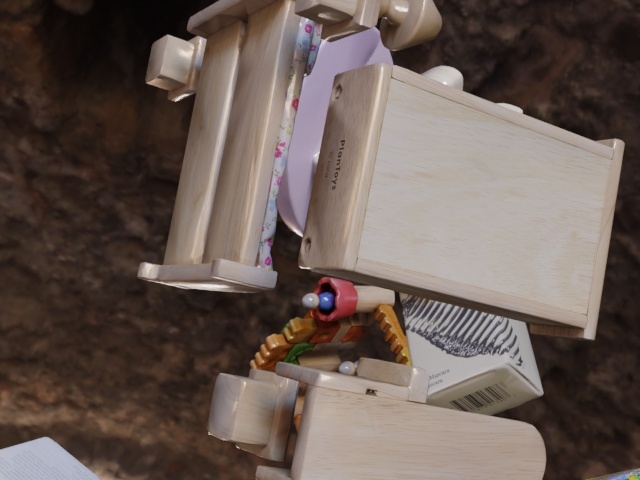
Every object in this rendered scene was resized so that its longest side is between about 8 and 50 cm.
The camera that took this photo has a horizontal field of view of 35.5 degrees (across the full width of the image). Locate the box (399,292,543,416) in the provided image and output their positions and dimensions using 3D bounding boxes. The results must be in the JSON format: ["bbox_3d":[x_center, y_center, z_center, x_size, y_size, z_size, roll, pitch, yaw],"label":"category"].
[{"bbox_3d":[0.152,0.055,1.100,0.113,0.275,0.094,-27,-42,22],"label":"box"}]

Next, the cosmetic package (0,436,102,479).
[{"bbox_3d":[-0.407,0.379,1.330,0.151,0.151,0.184,25,21,38],"label":"cosmetic package"}]

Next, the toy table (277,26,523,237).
[{"bbox_3d":[0.067,-0.080,0.990,0.161,0.252,0.274,29,-24,29],"label":"toy table"}]

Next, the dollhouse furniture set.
[{"bbox_3d":[0.000,0.000,0.663,0.174,0.303,0.355,15,-8,-29],"label":"dollhouse furniture set"}]

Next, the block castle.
[{"bbox_3d":[0.007,0.308,1.968,0.213,0.303,0.453,2,-43,-33],"label":"block castle"}]

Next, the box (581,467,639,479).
[{"bbox_3d":[0.168,0.374,0.841,0.290,0.279,0.177,-10,-16,-26],"label":"box"}]
